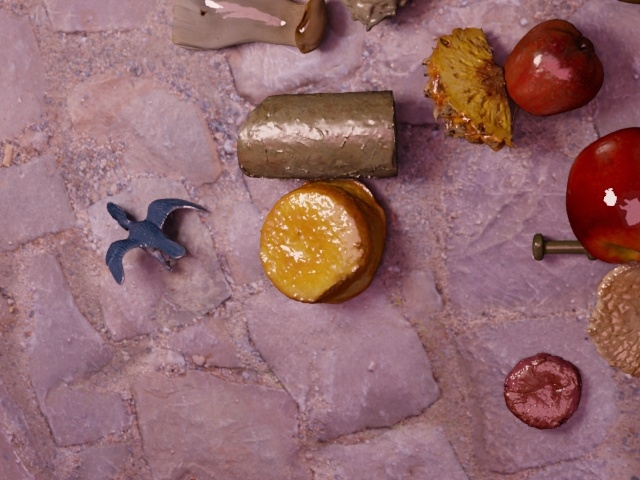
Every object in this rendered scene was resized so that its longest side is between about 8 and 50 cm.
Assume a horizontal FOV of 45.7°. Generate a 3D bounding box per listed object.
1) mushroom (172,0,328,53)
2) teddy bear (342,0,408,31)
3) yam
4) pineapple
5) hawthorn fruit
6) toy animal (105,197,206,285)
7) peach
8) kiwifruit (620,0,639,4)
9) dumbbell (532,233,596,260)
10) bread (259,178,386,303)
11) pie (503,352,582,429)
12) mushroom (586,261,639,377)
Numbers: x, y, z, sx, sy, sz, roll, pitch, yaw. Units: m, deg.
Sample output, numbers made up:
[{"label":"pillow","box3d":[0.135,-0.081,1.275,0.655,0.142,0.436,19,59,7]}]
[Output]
[{"label":"mushroom","box3d":[-0.140,-0.430,1.473,0.329,0.122,0.159,15,141,15]},{"label":"teddy bear","box3d":[0.056,-0.566,1.352,0.358,0.224,0.367,-15,110,18]},{"label":"yam","box3d":[0.005,-0.196,1.432,0.305,0.168,0.167,2,101,17]},{"label":"pineapple","box3d":[0.229,-0.251,1.351,0.140,0.164,0.249,0,73,-24]},{"label":"hawthorn fruit","box3d":[0.380,-0.278,1.320,0.203,0.163,0.162,-36,88,39]},{"label":"toy animal","box3d":[-0.368,-0.007,1.594,0.176,0.239,0.255,48,157,-24]},{"label":"peach","box3d":[0.531,-0.076,1.266,0.244,0.199,0.243,-2,74,7]},{"label":"kiwifruit","box3d":[0.537,-0.470,1.199,0.234,0.196,0.195,-2,100,19]},{"label":"dumbbell","box3d":[0.450,0.012,1.393,0.118,0.046,0.052,0,105,17]},{"label":"bread","box3d":[0.000,0.000,1.484,0.269,0.146,0.268,3,98,20]},{"label":"pie","box3d":[0.426,0.290,1.457,0.154,0.038,0.153,3,99,17]},{"label":"mushroom","box3d":[0.605,0.156,1.256,0.208,0.302,0.232,-18,110,-12]}]
